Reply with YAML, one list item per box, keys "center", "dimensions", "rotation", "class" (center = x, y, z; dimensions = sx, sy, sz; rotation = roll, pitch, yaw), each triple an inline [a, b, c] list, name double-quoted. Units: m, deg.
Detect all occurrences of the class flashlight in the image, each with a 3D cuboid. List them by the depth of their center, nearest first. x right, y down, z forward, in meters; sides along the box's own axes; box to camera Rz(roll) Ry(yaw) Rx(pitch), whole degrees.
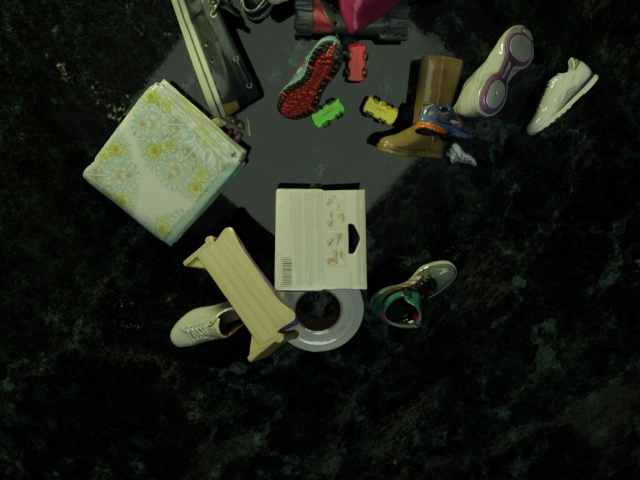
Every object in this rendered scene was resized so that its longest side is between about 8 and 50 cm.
- center: [0.081, -0.593, 1.197]
  dimensions: [0.303, 0.103, 0.103]
  rotation: [-3, 144, -5]
  class: "flashlight"

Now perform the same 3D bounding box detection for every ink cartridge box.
- center: [0.000, 0.000, 1.316]
  dimensions: [0.261, 0.066, 0.297]
  rotation: [0, 80, -1]
  class: "ink cartridge box"

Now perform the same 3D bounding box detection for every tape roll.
- center: [-0.008, 0.199, 1.421]
  dimensions: [0.286, 0.100, 0.286]
  rotation: [0, 106, -2]
  class: "tape roll"

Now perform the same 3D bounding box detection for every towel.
- center: [-0.434, -0.211, 1.287]
  dimensions: [0.320, 0.090, 0.374]
  rotation: [42, 103, -10]
  class: "towel"

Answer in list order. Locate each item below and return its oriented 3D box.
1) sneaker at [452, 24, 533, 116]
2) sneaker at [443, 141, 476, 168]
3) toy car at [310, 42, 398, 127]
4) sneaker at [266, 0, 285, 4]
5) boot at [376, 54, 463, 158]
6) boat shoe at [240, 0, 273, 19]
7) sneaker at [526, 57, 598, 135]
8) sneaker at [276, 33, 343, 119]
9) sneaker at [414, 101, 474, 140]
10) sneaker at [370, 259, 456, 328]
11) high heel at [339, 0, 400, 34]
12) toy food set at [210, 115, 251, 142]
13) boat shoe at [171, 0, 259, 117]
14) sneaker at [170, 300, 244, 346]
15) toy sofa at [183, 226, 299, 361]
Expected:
- center: [0.465, -0.463, 1.240]
  dimensions: [0.114, 0.152, 0.305]
  rotation: [41, 77, -23]
  class: "sneaker"
- center: [0.408, -0.236, 1.344]
  dimensions: [0.098, 0.038, 0.069]
  rotation: [40, 103, -3]
  class: "sneaker"
- center: [0.074, -0.394, 1.274]
  dimensions: [0.224, 0.053, 0.239]
  rotation: [-30, 105, 7]
  class: "toy car"
- center: [-0.011, -0.667, 1.104]
  dimensions: [0.297, 0.111, 0.129]
  rotation: [-38, 69, -9]
  class: "sneaker"
- center: [0.270, -0.370, 1.251]
  dimensions: [0.236, 0.089, 0.270]
  rotation: [-5, 111, -33]
  class: "boot"
- center: [-0.116, -0.711, 1.146]
  dimensions: [0.108, 0.102, 0.301]
  rotation: [32, 103, -11]
  class: "boat shoe"
- center: [0.663, -0.402, 1.289]
  dimensions: [0.095, 0.090, 0.235]
  rotation: [43, 97, 0]
  class: "sneaker"
- center: [-0.021, -0.440, 1.234]
  dimensions: [0.104, 0.125, 0.262]
  rotation: [34, 128, -20]
  class: "sneaker"
- center: [0.345, -0.318, 1.219]
  dimensions: [0.221, 0.083, 0.087]
  rotation: [1, 97, -42]
  class: "sneaker"
- center: [0.297, 0.169, 1.383]
  dimensions: [0.295, 0.178, 0.124]
  rotation: [-30, 105, 6]
  class: "sneaker"
- center: [0.210, -0.596, 1.137]
  dimensions: [0.377, 0.127, 0.182]
  rotation: [-8, 99, -23]
  class: "high heel"
- center: [-0.263, -0.315, 1.300]
  dimensions: [0.122, 0.019, 0.078]
  rotation: [-8, 107, 0]
  class: "toy food set"
- center: [-0.285, -0.571, 1.146]
  dimensions: [0.155, 0.187, 0.501]
  rotation: [-19, 109, -5]
  class: "boat shoe"
- center: [-0.351, 0.266, 1.416]
  dimensions: [0.290, 0.123, 0.106]
  rotation: [-27, 108, 7]
  class: "sneaker"
- center: [-0.205, 0.146, 1.292]
  dimensions: [0.177, 0.150, 0.363]
  rotation: [-40, 75, 4]
  class: "toy sofa"
